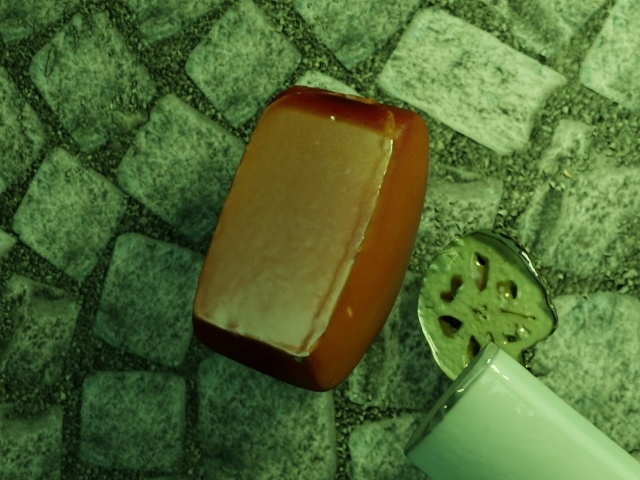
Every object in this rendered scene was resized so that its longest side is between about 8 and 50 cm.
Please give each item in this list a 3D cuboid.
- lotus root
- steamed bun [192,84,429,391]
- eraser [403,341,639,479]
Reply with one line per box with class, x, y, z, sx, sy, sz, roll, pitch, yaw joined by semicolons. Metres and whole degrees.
lotus root;0.227;0.092;1.434;0.183;0.078;0.204;-27;74;28
steamed bun;0.000;0.000;1.428;0.235;0.248;0.379;18;83;17
eraser;0.266;0.287;1.356;0.290;0.104;0.189;40;111;4
